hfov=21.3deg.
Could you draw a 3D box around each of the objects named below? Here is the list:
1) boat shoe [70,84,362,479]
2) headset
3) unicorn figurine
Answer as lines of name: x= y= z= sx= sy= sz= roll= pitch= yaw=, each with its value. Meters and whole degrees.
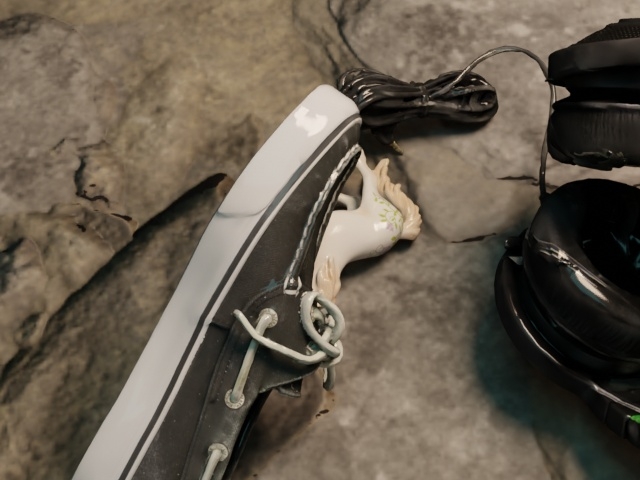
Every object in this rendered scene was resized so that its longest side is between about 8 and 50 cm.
boat shoe: x=-0.039 y=0.058 z=1.023 sx=0.105 sy=0.113 sz=0.306 roll=29 pitch=85 yaw=8
headset: x=0.163 y=-0.027 z=1.033 sx=0.185 sy=0.243 sz=0.394 roll=0 pitch=24 yaw=-26
unicorn figurine: x=0.000 y=0.000 z=1.117 sx=0.162 sy=0.060 sz=0.111 roll=-27 pitch=70 yaw=-18
